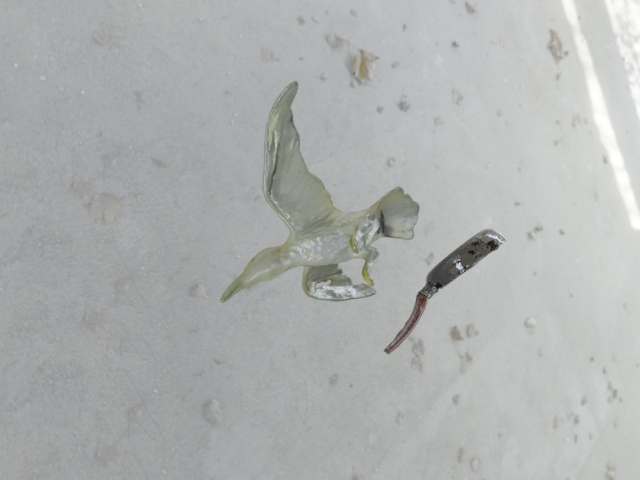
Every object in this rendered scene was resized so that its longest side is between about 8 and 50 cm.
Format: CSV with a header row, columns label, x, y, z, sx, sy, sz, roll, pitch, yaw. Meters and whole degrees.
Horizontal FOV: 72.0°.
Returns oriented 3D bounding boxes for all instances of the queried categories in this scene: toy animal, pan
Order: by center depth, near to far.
label,x,y,z,sx,sy,sz,roll,pitch,yaw
toy animal,0.000,0.000,0.333,0.155,0.095,0.218,-44,126,-41
pan,0.148,0.059,0.564,0.212,0.115,0.040,-43,76,-7
